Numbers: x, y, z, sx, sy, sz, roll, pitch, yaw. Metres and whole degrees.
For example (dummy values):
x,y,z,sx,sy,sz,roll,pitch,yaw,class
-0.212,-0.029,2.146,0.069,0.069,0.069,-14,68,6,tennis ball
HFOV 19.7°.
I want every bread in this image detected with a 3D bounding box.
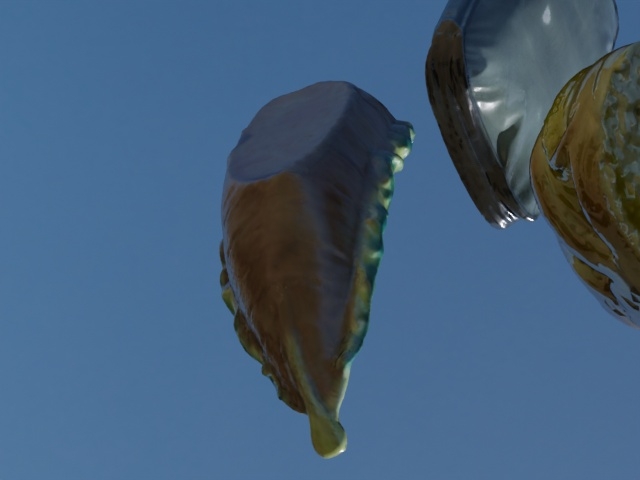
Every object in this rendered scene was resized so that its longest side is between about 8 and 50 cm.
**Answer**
x,y,z,sx,sy,sz,roll,pitch,yaw,class
0.300,0.007,1.293,0.333,0.160,0.333,28,-22,13,bread

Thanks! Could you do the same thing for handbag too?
x,y,z,sx,sy,sz,roll,pitch,yaw,class
0.175,-0.171,1.520,0.075,0.332,0.191,-6,-53,33,handbag

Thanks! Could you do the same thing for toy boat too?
x,y,z,sx,sy,sz,roll,pitch,yaw,class
-0.005,-0.008,0.962,0.108,0.293,0.099,-21,-65,14,toy boat
